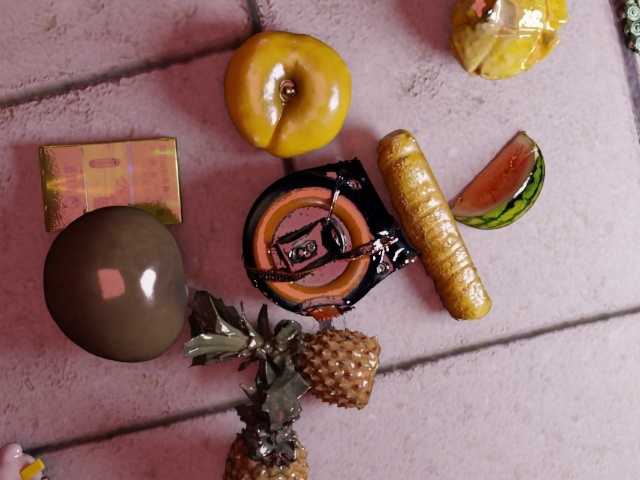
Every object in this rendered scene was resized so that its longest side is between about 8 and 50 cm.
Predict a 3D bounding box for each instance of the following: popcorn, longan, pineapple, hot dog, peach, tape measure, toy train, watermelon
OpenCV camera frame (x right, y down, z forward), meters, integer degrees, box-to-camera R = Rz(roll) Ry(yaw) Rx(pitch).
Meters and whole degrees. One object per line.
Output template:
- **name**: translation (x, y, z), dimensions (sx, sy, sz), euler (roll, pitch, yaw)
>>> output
- **popcorn**: translation (0.249, -0.297, 1.756), dimensions (0.167, 0.152, 0.148), euler (-34, 95, 17)
- **longan**: translation (-0.277, 0.062, 1.764), dimensions (0.196, 0.196, 0.220), euler (-14, 108, 1)
- **pineapple**: translation (-0.067, 0.271, 1.767), dimensions (0.128, 0.128, 0.248), euler (8, 134, 0)
- **hot dog**: translation (0.153, -0.017, 1.807), dimensions (0.068, 0.083, 0.289), euler (-26, 97, -14)
- **pineapple**: translation (-0.057, 0.147, 1.810), dimensions (0.277, 0.119, 0.130), euler (13, 120, 0)
- **peach**: translation (-0.047, -0.201, 1.784), dimensions (0.179, 0.103, 0.179), euler (0, 98, 1)
- **tape measure**: translation (0.000, 0.000, 1.785), dimensions (0.223, 0.135, 0.202), euler (-30, 93, 5)
- **toy train**: translation (0.450, -0.298, 1.808), dimensions (0.053, 0.033, 0.083), euler (-16, 95, -3)
- **watermelon**: translation (0.262, -0.068, 1.812), dimensions (0.087, 0.069, 0.163), euler (42, 92, -4)

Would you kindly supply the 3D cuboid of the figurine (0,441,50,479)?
- **figurine**: translation (-0.465, 0.345, 1.836), dimensions (0.229, 0.112, 0.137), euler (15, 87, 12)

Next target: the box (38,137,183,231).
- **box**: translation (-0.295, -0.079, 1.833), dimensions (0.193, 0.030, 0.121), euler (-4, 95, 0)
